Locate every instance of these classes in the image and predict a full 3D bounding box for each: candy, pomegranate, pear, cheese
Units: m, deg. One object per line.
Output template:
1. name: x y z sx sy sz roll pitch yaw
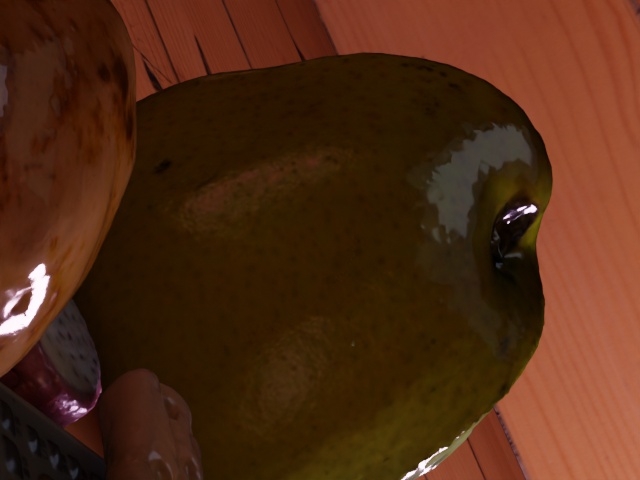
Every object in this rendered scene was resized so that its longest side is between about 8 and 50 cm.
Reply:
1. candy: -0.156 0.053 1.006 0.103 0.043 0.103 59 12 -20
2. pomegranate: -0.177 -0.035 0.667 0.215 0.215 0.215 61 9 -16
3. pear: 0.000 0.000 1.235 0.342 0.318 0.238 -107 172 -56
4. cheese: -0.080 0.143 0.946 0.065 0.043 0.194 57 13 -38

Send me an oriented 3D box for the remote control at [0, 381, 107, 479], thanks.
1. remote control: -0.127 0.143 0.929 0.285 0.038 0.123 53 14 -52
